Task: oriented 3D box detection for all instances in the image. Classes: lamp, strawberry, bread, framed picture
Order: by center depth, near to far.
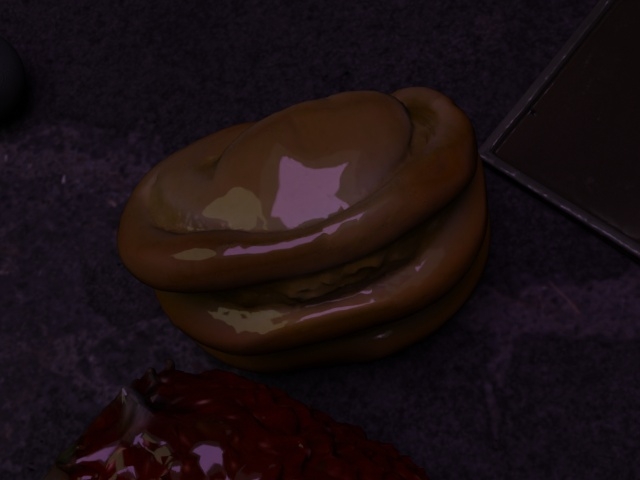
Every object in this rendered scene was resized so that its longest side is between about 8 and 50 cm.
[{"bbox_3d":[-0.057,0.255,0.997,0.343,0.292,0.292,27,76,8],"label":"strawberry"},{"bbox_3d":[0.000,0.000,1.084,0.316,0.270,0.211,-18,79,-1],"label":"bread"},{"bbox_3d":[0.332,-0.138,1.185,0.240,0.020,0.324,34,79,24],"label":"framed picture"},{"bbox_3d":[-0.358,-0.167,1.319,0.105,0.105,0.105,-5,67,12],"label":"lamp"}]
